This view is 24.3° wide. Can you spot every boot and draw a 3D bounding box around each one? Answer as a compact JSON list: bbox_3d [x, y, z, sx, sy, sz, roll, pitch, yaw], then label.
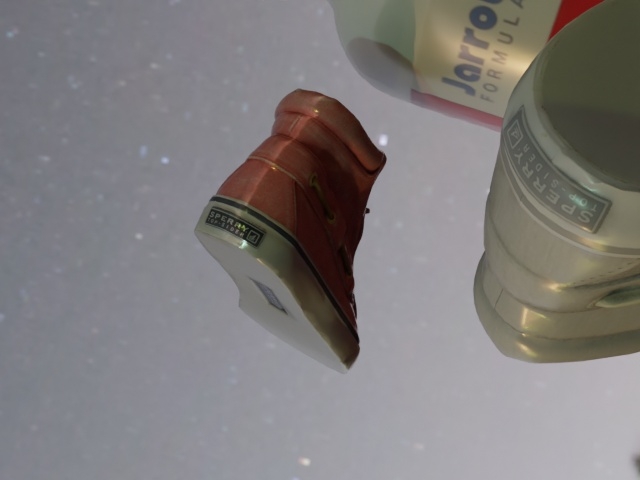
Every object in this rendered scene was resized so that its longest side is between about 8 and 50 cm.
[{"bbox_3d":[0.159,-0.048,0.490,0.258,0.095,0.123,-23,-25,-19],"label":"boot"}]

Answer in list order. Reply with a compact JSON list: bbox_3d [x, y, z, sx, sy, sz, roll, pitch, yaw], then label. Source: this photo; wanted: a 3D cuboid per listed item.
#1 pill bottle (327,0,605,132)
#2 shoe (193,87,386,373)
[{"bbox_3d":[0.151,-0.148,0.695,0.229,0.408,0.229,18,-90,-84],"label":"pill bottle"},{"bbox_3d":[0.000,0.000,0.688,0.081,0.063,0.178,-58,-22,-13],"label":"shoe"}]
